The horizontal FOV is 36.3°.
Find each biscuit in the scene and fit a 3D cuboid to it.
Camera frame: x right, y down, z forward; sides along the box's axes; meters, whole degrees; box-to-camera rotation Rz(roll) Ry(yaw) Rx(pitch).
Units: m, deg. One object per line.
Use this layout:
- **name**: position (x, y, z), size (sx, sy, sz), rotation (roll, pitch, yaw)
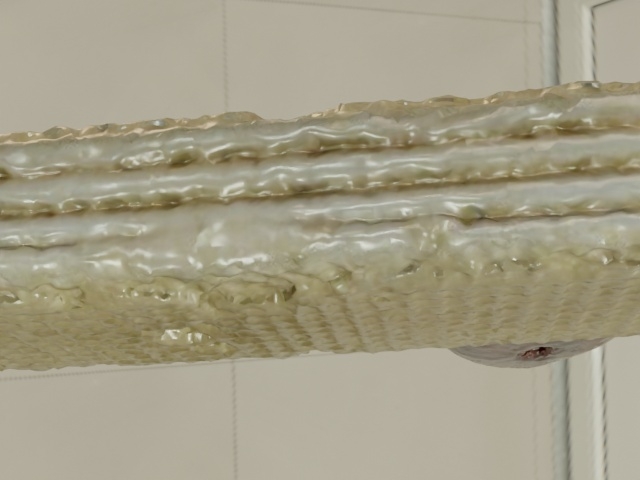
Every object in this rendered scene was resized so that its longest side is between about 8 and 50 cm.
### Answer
- **biscuit**: position (0.000, 0.000, 0.405), size (0.426, 0.144, 0.078), rotation (-5, 72, 8)

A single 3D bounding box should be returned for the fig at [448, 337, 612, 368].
- **fig**: position (0.199, 0.023, 0.965), size (0.235, 0.235, 0.214), rotation (-24, 70, -23)
